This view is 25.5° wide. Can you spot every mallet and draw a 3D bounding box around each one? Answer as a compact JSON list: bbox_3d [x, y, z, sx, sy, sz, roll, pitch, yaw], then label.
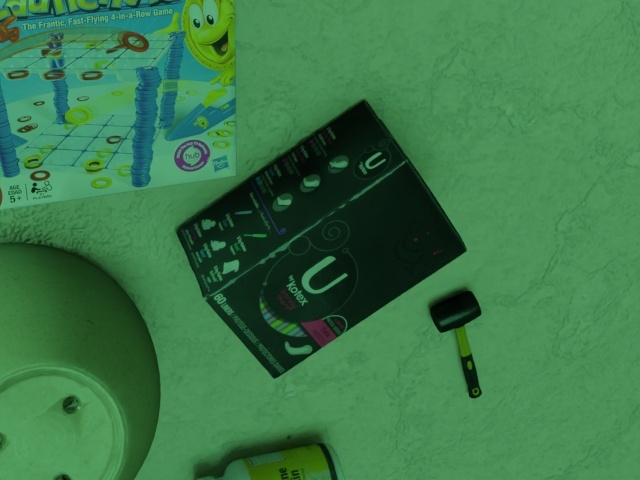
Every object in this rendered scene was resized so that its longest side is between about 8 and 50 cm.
[{"bbox_3d":[0.181,0.146,1.854,0.062,0.039,0.189,-18,132,-11],"label":"mallet"}]

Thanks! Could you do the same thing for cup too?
[{"bbox_3d":[-0.307,0.182,1.485,0.331,0.237,0.331,-3,100,-20],"label":"cup"}]

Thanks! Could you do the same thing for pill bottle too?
[{"bbox_3d":[-0.065,0.330,1.840,0.184,0.103,0.103,-10,126,-15],"label":"pill bottle"}]

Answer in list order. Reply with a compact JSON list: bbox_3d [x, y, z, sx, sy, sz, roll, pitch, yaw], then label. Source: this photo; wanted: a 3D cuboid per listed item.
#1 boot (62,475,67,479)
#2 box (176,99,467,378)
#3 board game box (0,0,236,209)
[{"bbox_3d":[-0.408,0.415,1.753,0.284,0.138,0.377,-36,134,6],"label":"boot"},{"bbox_3d":[0.000,0.000,1.608,0.270,0.143,0.165,-35,129,4],"label":"box"},{"bbox_3d":[-0.240,-0.191,1.416,0.308,0.086,0.302,-9,127,-15],"label":"board game box"}]
